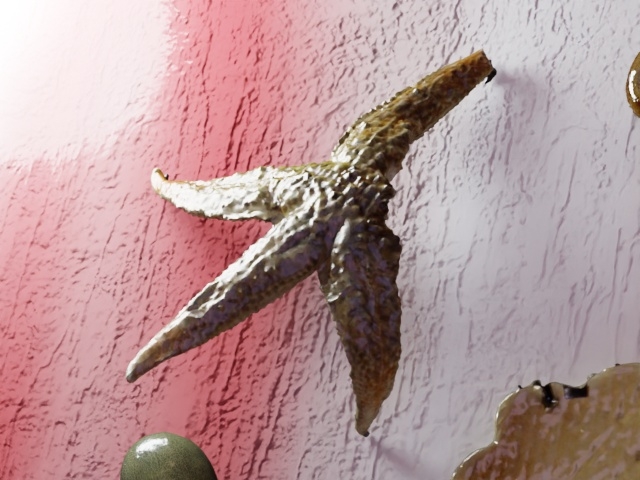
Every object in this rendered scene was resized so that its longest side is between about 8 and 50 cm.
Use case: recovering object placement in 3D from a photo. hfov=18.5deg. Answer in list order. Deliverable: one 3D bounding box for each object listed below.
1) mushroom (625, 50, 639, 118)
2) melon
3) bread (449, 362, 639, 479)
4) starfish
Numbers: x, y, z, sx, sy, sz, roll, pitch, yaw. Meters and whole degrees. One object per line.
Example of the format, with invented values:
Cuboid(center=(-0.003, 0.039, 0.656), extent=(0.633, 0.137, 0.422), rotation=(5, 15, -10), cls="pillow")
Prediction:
Cuboid(center=(0.369, -0.164, 1.978), extent=(0.126, 0.085, 0.109), rotation=(-4, 37, 31), cls="mushroom")
Cuboid(center=(-0.148, 0.253, 1.955), extent=(0.098, 0.098, 0.131), rotation=(-27, 68, 5), cls="melon")
Cuboid(center=(0.276, 0.260, 1.846), extent=(0.316, 0.054, 0.316), rotation=(-6, 65, 13), cls="bread")
Cuboid(center=(-0.003, -0.003, 2.011), extent=(0.383, 0.132, 0.398), rotation=(-12, 62, 17), cls="starfish")
